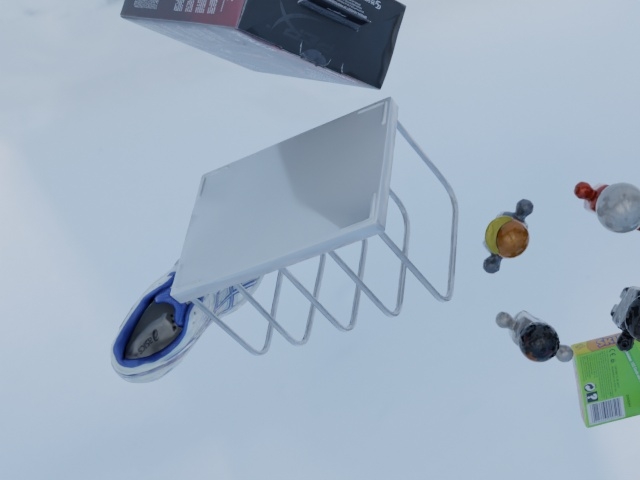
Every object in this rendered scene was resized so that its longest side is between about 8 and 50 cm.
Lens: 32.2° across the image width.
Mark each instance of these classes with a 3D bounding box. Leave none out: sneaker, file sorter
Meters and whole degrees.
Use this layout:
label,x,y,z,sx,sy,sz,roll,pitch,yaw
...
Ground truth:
label,x,y,z,sx,sy,sz,roll,pitch,yaw
sneaker,-0.162,0.069,1.454,0.296,0.112,0.131,-53,177,-7
file sorter,0.000,0.000,1.292,0.277,0.193,0.173,-19,131,29

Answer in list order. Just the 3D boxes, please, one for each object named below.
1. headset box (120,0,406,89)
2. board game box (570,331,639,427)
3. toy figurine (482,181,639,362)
label,x,y,z,sx,sy,sz,roll,pitch,yaw
headset box,-0.062,-0.266,1.291,0.218,0.293,0.110,16,92,-39
board game box,0.470,0.164,1.478,0.259,0.039,0.124,-13,117,4
toy figurine,0.305,0.040,1.331,0.209,0.213,0.148,-13,-177,4
